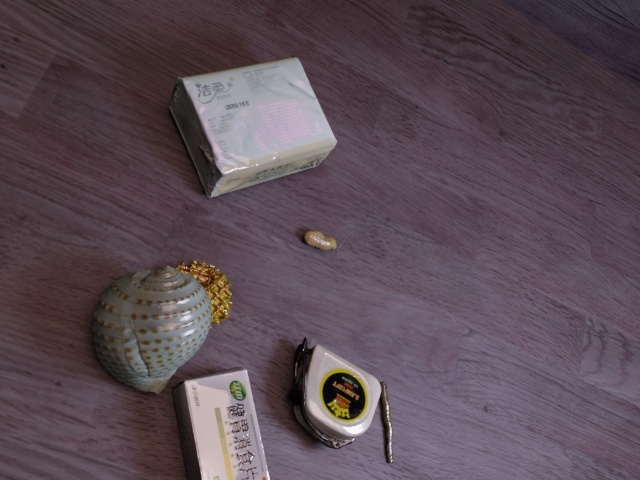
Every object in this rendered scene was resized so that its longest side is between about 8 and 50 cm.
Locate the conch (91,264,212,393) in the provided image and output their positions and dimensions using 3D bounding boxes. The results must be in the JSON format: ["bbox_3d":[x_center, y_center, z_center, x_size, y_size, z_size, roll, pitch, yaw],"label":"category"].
[{"bbox_3d":[-0.431,0.218,1.659,0.303,0.215,0.319,9,80,1],"label":"conch"}]

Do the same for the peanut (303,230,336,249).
[{"bbox_3d":[0.000,0.000,2.078,0.113,0.054,0.054,19,63,-21],"label":"peanut"}]

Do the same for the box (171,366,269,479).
[{"bbox_3d":[-0.257,0.500,1.703,0.173,0.145,0.333,-5,72,-29],"label":"box"}]

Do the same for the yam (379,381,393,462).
[{"bbox_3d":[0.199,0.536,1.979,0.027,0.029,0.234,-5,72,1],"label":"yam"}]

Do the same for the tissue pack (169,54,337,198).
[{"bbox_3d":[-0.206,-0.348,2.022,0.405,0.205,0.332,-20,80,-30],"label":"tissue pack"}]

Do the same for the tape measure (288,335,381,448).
[{"bbox_3d":[0.012,0.439,1.869,0.271,0.133,0.231,34,52,-8],"label":"tape measure"}]

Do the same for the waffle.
[{"bbox_3d":[-0.339,0.150,1.842,0.193,0.070,0.197,-19,80,-30],"label":"waffle"}]
